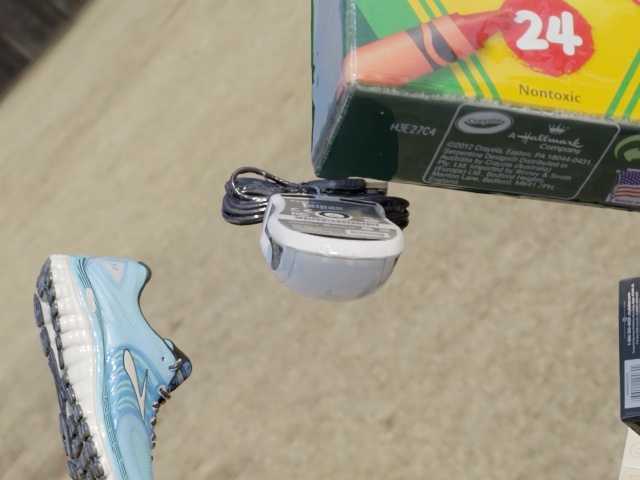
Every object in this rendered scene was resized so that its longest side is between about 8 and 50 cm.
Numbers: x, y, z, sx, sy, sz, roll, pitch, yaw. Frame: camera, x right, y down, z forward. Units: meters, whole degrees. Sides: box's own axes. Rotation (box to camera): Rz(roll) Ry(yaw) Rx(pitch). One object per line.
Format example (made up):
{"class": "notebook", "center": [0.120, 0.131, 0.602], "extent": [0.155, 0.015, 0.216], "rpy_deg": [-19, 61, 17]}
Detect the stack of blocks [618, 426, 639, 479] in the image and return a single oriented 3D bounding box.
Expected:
{"class": "stack of blocks", "center": [0.337, 0.288, 1.661], "extent": [0.171, 0.087, 0.297], "rpy_deg": [73, -150, -52]}

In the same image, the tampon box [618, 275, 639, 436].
{"class": "tampon box", "center": [0.308, 0.105, 1.316], "extent": [0.101, 0.161, 0.120], "rpy_deg": [-10, 60, 28]}

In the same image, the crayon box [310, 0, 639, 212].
{"class": "crayon box", "center": [0.096, -0.173, 0.901], "extent": [0.081, 0.202, 0.318], "rpy_deg": [114, 159, -54]}

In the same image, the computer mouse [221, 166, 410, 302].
{"class": "computer mouse", "center": [0.000, 0.000, 0.875], "extent": [0.193, 0.106, 0.042], "rpy_deg": [-100, 17, -78]}

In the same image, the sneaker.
{"class": "sneaker", "center": [-0.096, 0.080, 0.865], "extent": [0.073, 0.162, 0.063], "rpy_deg": [-9, -12, -22]}
